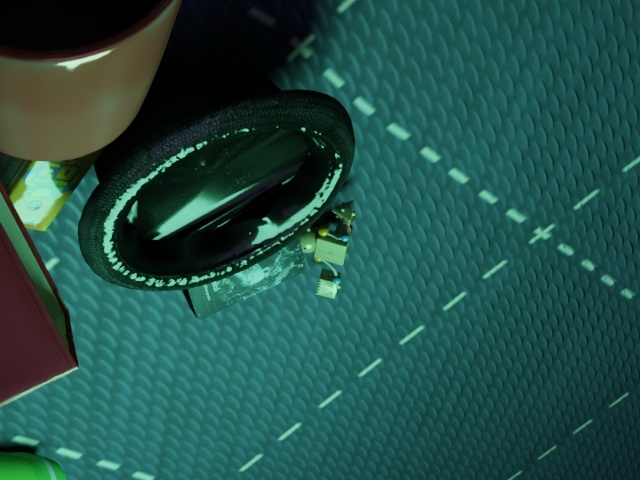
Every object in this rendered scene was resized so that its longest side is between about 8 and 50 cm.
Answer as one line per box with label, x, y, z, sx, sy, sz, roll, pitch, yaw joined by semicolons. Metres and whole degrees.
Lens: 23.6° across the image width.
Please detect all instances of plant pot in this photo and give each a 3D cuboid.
plant pot;-0.252;-0.213;1.389;0.275;0.275;0.243;-18;157;-17

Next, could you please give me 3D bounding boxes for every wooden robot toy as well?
wooden robot toy;0.000;0.000;2.055;0.079;0.076;0.173;12;140;1

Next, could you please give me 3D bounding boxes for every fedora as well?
fedora;-0.133;-0.091;1.724;0.334;0.152;0.334;-21;146;-15

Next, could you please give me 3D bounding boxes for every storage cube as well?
storage cube;-0.379;0.064;1.565;0.193;0.183;0.215;-26;111;-4

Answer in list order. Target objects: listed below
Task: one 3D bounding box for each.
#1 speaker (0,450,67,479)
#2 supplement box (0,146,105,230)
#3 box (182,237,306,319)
speaker;-0.492;0.348;2.065;0.296;0.131;0.131;8;132;-43
supplement box;-0.281;-0.115;1.649;0.078;0.080;0.233;9;133;-41
box;-0.113;-0.002;1.917;0.158;0.093;0.156;-25;147;-9
